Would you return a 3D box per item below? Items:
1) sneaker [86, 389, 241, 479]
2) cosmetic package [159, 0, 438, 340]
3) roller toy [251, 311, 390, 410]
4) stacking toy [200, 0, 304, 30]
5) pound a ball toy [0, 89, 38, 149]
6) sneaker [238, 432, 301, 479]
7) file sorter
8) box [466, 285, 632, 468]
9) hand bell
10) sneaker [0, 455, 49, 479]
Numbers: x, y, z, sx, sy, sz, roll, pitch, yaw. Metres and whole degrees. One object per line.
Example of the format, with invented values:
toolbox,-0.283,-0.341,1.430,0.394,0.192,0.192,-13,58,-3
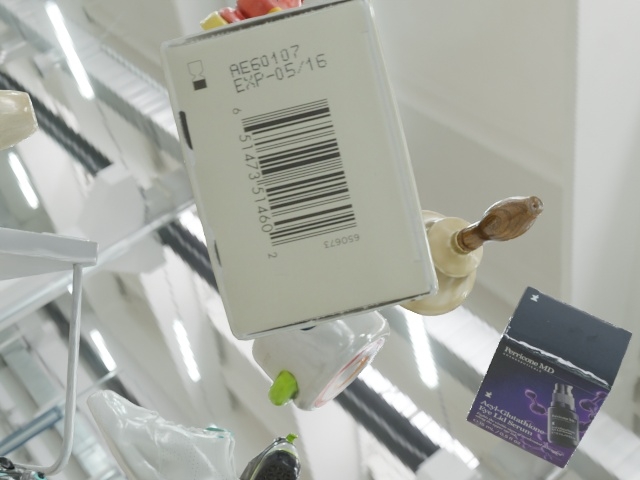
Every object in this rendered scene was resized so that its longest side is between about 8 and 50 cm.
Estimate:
sneaker,-0.126,0.193,0.862,0.212,0.094,0.080,36,-28,33
cosmetic package,-0.006,-0.049,0.618,0.309,0.113,0.160,-71,147,-83
roller toy,-0.003,0.150,1.461,0.146,0.191,0.209,45,19,16
stacking toy,0.007,-0.254,1.407,0.309,0.130,0.279,24,19,-52
pound a ball toy,-0.354,-0.210,0.761,0.319,0.136,0.208,46,-29,46
sneaker,-0.098,0.403,1.510,0.084,0.234,0.097,34,19,-11
file sorter,-0.328,0.074,0.655,0.193,0.278,0.173,-9,-105,45
box,0.304,0.186,1.285,0.153,0.108,0.207,24,-40,15
hand bell,0.158,-0.002,0.987,0.126,0.126,0.242,56,-22,2
sneaker,-0.212,0.150,0.552,0.101,0.267,0.106,-34,-121,32
